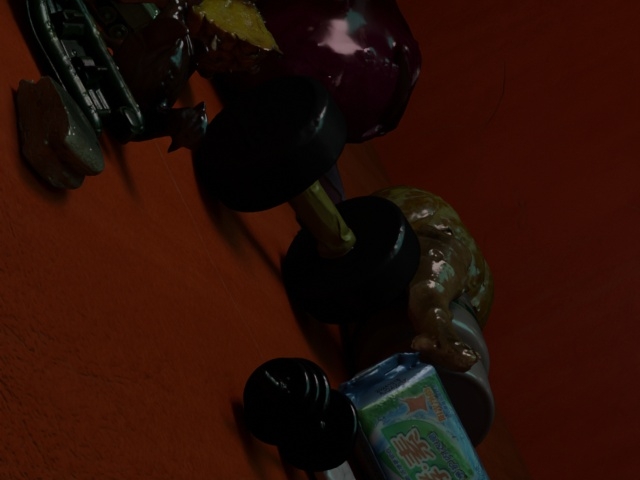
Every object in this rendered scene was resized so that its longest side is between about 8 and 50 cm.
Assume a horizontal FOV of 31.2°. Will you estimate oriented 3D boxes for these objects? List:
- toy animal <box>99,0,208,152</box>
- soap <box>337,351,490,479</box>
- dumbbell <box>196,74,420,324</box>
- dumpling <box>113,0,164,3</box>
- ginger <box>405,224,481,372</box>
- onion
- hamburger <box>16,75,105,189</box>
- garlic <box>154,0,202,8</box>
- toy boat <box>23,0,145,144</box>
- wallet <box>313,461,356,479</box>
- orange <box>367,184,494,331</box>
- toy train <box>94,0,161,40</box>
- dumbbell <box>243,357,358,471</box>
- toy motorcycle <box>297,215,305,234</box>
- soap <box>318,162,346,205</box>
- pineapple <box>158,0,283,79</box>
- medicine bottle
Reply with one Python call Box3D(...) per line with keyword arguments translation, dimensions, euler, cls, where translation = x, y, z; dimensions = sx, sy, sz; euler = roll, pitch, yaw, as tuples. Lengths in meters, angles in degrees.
Box3D(translation=(-0.171, -0.191, 1.268), dimensions=(0.179, 0.188, 0.089), euler=(28, -1, 27), cls="toy animal")
Box3D(translation=(0.132, 0.300, 1.537), dimensions=(0.293, 0.156, 0.077), euler=(63, -28, 10), cls="soap")
Box3D(translation=(-0.010, -0.053, 1.611), dimensions=(0.322, 0.203, 0.204), euler=(55, 12, -36), cls="dumbbell")
Box3D(translation=(-0.261, -0.418, 1.232), dimensions=(0.181, 0.260, 0.341), euler=(-26, 99, -37), cls="dumpling")
Box3D(translation=(0.177, 0.087, 1.679), dimensions=(0.131, 0.086, 0.295), euler=(11, 38, -17), cls="ginger")
Box3D(translation=(0.012, -0.394, 1.957), dimensions=(0.398, 0.420, 0.398), euler=(14, 35, -10), cls="onion")
Box3D(translation=(-0.234, -0.095, 1.053), dimensions=(0.084, 0.054, 0.121), euler=(48, 10, -48), cls="hamburger")
Box3D(translation=(-0.222, -0.461, 1.512), dimensions=(0.322, 0.321, 0.241), euler=(64, -26, 10), cls="garlic")
Box3D(translation=(-0.251, -0.191, 1.198), dimensions=(0.104, 0.052, 0.210), euler=(-15, 77, -59), cls="toy boat")
Box3D(translation=(-0.007, 0.229, 1.372), dimensions=(0.183, 0.031, 0.124), euler=(62, 8, 7), cls="wallet")
Box3D(translation=(0.175, 0.057, 2.116), dimensions=(0.329, 0.249, 0.329), euler=(64, 0, 0), cls="orange")
Box3D(translation=(-0.262, -0.311, 1.425), dimensions=(0.148, 0.071, 0.038), euler=(52, 14, -42), cls="toy train")
Box3D(translation=(-0.020, 0.187, 1.227), dimensions=(0.208, 0.099, 0.099), euler=(52, 14, -50), cls="dumbbell")
Box3D(translation=(0.000, 0.000, 1.946), dimensions=(0.100, 0.058, 0.173), euler=(51, 11, -16), cls="toy motorcycle")
Box3D(translation=(-0.033, -0.166, 2.147), dimensions=(0.181, 0.081, 0.259), euler=(54, 14, -33), cls="soap")
Box3D(translation=(-0.209, -0.341, 1.684), dimensions=(0.161, 0.158, 0.335), euler=(-9, 60, -38), cls="pineapple")
Box3D(translation=(0.154, 0.175, 1.801), dimensions=(0.208, 0.208, 0.340), euler=(57, 11, -26), cls="medicine bottle")
